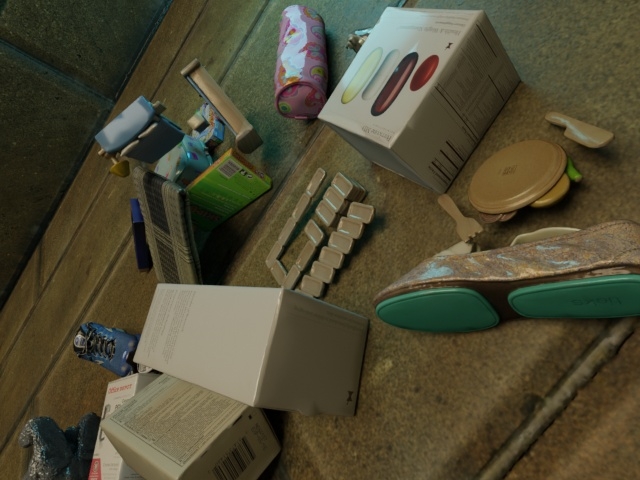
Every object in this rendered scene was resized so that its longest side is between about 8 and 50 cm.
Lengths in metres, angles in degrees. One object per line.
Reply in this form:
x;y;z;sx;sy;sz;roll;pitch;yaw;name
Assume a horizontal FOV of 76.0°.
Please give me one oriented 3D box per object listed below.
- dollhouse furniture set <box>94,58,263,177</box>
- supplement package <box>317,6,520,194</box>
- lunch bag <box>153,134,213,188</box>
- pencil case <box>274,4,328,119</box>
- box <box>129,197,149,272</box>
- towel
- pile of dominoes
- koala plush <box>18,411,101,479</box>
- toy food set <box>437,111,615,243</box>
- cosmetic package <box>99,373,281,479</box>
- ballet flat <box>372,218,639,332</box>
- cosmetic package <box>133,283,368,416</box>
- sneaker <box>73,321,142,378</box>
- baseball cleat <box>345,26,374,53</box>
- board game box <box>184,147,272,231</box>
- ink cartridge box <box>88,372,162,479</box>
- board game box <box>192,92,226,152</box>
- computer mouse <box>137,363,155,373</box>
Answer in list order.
-0.319;-0.223;0.999;0.303;0.286;0.198;-39;89;1;dollhouse furniture set
0.142;-0.216;0.628;0.203;0.149;0.194;-57;42;6;supplement package
-0.418;-0.172;1.200;0.279;0.107;0.224;-53;42;21;lunch bag
-0.044;-0.413;0.950;0.124;0.124;0.284;-26;53;35;pencil case
-0.557;-0.031;1.256;0.136;0.036;0.226;54;141;46;box
-0.360;-0.002;1.000;0.312;0.056;0.325;23;123;46;towel
0.000;0.000;0.768;0.251;0.040;0.196;-58;41;18;pile of dominoes
-0.688;0.596;1.048;0.221;0.196;0.203;-48;53;11;koala plush
0.250;-0.074;0.520;0.192;0.038;0.132;-38;28;17;toy food set
-0.234;0.338;0.710;0.309;0.113;0.160;-6;22;46;cosmetic package
0.210;0.043;0.482;0.315;0.108;0.106;-11;42;37;ballet flat
-0.128;0.169;0.677;0.365;0.196;0.155;-5;66;43;cosmetic package
-0.594;0.300;1.126;0.329;0.147;0.130;-4;68;44;sneaker
0.140;-0.391;0.795;0.109;0.072;0.206;-47;47;-1;baseball cleat
-0.249;-0.111;0.995;0.259;0.124;0.039;-31;39;31;board game box
-0.433;0.428;0.937;0.158;0.092;0.218;-25;52;36;ink cartridge box
-0.357;-0.366;1.303;0.136;0.035;0.201;-28;53;34;board game box
-0.373;0.271;0.995;0.192;0.042;0.106;-27;57;27;computer mouse
